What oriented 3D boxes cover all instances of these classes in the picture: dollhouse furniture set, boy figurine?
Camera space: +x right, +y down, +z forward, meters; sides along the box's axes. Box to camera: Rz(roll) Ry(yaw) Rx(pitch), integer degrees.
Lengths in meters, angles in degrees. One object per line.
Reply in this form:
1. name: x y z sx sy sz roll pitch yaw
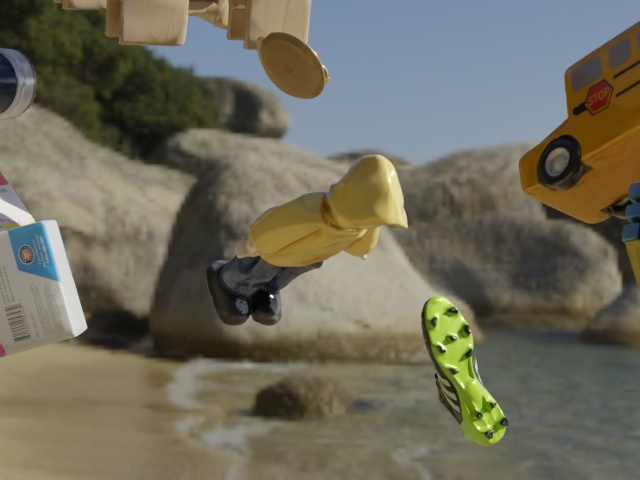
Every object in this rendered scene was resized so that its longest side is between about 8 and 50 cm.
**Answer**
1. dollhouse furniture set: -0.240 -0.364 1.442 0.394 0.256 0.362 -1 17 -22
2. boy figurine: 0.000 0.000 1.460 0.177 0.092 0.285 5 -28 -43

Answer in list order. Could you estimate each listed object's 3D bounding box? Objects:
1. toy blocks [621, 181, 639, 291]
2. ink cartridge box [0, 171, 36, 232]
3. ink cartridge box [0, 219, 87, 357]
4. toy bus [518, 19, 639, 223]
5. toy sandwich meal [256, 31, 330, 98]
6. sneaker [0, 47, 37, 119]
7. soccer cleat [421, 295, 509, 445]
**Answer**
1. toy blocks: 0.322 0.042 0.960 0.261 0.381 0.191 34 -31 -34
2. ink cartridge box: -0.339 0.015 1.368 0.067 0.198 0.115 -40 -8 26
3. ink cartridge box: -0.246 0.042 0.979 0.122 0.088 0.052 -15 3 0
4. toy bus: 0.328 -0.138 1.194 0.108 0.130 0.333 20 -35 -33
5. toy sandwich meal: -0.025 -0.177 1.319 0.086 0.085 0.029 1 38 43
6. sneaker: -0.449 -0.147 1.382 0.282 0.099 0.153 -9 3 30
7. soccer cleat: 0.147 0.146 1.468 0.060 0.179 0.072 -27 7 -28
